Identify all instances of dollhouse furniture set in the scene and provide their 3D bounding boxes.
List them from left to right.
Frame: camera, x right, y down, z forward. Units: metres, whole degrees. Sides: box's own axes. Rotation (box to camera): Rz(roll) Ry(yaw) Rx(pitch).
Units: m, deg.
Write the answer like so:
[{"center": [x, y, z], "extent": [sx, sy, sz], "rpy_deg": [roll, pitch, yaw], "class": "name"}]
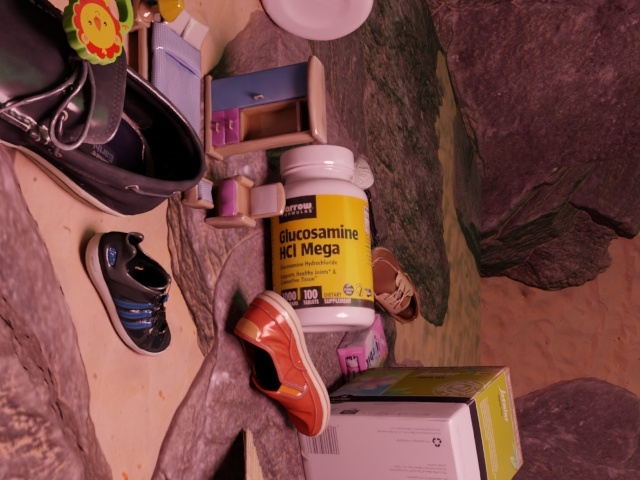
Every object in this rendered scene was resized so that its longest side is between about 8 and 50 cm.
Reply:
[{"center": [-0.137, -0.194, 1.211], "extent": [0.303, 0.198, 0.286], "rpy_deg": [28, 57, -65], "class": "dollhouse furniture set"}]

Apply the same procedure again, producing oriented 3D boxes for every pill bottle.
[{"center": [0.000, 0.000, 1.533], "extent": [0.188, 0.188, 0.333], "rpy_deg": [26, 59, -67], "class": "pill bottle"}, {"center": [0.009, -0.637, 1.710], "extent": [0.229, 0.229, 0.407], "rpy_deg": [57, 32, -51], "class": "pill bottle"}]

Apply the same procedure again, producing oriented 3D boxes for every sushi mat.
[{"center": [-0.087, 0.411, 1.213], "extent": [0.316, 0.019, 0.151], "rpy_deg": [-114, -175, -77], "class": "sushi mat"}]

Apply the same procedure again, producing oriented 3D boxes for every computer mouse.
[{"center": [0.093, -0.040, 1.988], "extent": [0.272, 0.072, 0.188], "rpy_deg": [-2, 83, -82], "class": "computer mouse"}]

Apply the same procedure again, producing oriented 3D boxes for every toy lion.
[{"center": [-0.224, -0.227, 0.828], "extent": [0.100, 0.034, 0.096], "rpy_deg": [-34, 111, -60], "class": "toy lion"}]

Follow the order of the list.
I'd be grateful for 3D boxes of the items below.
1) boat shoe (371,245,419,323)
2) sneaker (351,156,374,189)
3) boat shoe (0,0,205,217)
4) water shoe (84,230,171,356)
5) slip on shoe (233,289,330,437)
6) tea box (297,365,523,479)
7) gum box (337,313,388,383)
[{"center": [0.177, 0.116, 2.020], "extent": [0.123, 0.116, 0.324], "rpy_deg": [-48, 148, -2], "class": "boat shoe"}, {"center": [0.059, -0.157, 1.897], "extent": [0.232, 0.090, 0.115], "rpy_deg": [-63, 138, -58], "class": "sneaker"}, {"center": [-0.286, -0.169, 0.864], "extent": [0.500, 0.156, 0.186], "rpy_deg": [44, 45, -58], "class": "boat shoe"}, {"center": [-0.226, 0.075, 1.046], "extent": [0.073, 0.080, 0.203], "rpy_deg": [-75, 150, -45], "class": "water shoe"}, {"center": [-0.069, 0.232, 1.412], "extent": [0.101, 0.123, 0.331], "rpy_deg": [-42, 135, -27], "class": "slip on shoe"}, {"center": [0.184, 0.397, 1.620], "extent": [0.324, 0.329, 0.219], "rpy_deg": [-17, 99, -58], "class": "tea box"}, {"center": [0.099, 0.259, 1.896], "extent": [0.188, 0.062, 0.107], "rpy_deg": [-50, 129, -63], "class": "gum box"}]
